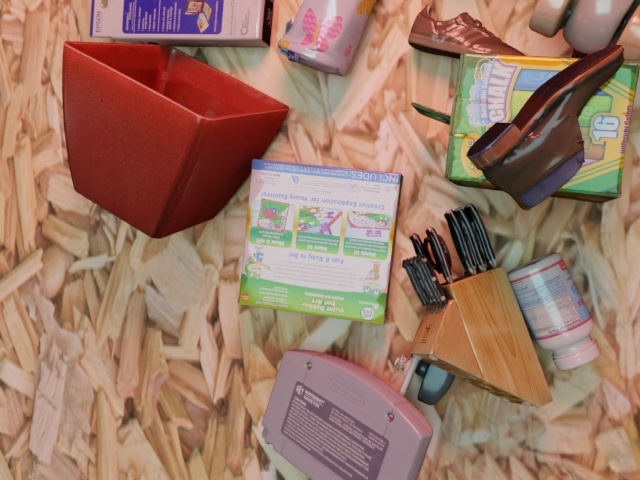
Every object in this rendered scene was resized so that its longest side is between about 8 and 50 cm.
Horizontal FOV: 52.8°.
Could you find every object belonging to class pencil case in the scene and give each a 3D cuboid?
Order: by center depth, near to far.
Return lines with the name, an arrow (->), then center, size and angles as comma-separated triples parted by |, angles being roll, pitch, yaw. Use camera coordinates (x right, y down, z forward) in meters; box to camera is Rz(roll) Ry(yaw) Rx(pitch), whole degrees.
pencil case -> 0.032, -0.400, 1.022 | 0.124, 0.113, 0.273 | 31, 102, 34

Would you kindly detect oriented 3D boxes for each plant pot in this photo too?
plant pot -> -0.254, -0.159, 1.060 | 0.267, 0.267, 0.235 | 30, 114, 14

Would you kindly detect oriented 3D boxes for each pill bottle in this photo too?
pill bottle -> 0.348, 0.105, 0.959 | 0.087, 0.087, 0.160 | -26, 85, 17

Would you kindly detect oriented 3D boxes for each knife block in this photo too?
knife block -> 0.248, 0.091, 0.980 | 0.276, 0.088, 0.242 | 27, 77, -8

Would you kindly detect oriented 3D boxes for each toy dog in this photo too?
toy dog -> 0.432, -0.373, 0.902 | 0.334, 0.161, 0.220 | -39, 78, 0

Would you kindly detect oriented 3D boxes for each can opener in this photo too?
can opener -> 0.130, 0.288, 1.041 | 0.093, 0.074, 0.280 | 26, 100, 15

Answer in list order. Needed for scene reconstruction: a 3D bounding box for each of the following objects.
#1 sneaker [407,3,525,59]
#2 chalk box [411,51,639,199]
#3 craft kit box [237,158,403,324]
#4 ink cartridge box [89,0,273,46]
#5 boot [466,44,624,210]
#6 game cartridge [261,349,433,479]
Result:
sneaker -> 0.230, -0.312, 0.987 | 0.189, 0.066, 0.071 | 19, 97, 15
chalk box -> 0.276, -0.158, 0.923 | 0.289, 0.180, 0.179 | 8, 94, 18
craft kit box -> 0.000, 0.000, 1.067 | 0.250, 0.061, 0.246 | 8, 92, 10
ink cartridge box -> -0.243, -0.428, 1.132 | 0.333, 0.065, 0.165 | 7, 95, 16
boot -> 0.298, -0.137, 0.798 | 0.219, 0.082, 0.106 | -39, 103, 11
game cartridge -> 0.035, 0.299, 1.032 | 0.294, 0.060, 0.196 | 25, 104, 39
